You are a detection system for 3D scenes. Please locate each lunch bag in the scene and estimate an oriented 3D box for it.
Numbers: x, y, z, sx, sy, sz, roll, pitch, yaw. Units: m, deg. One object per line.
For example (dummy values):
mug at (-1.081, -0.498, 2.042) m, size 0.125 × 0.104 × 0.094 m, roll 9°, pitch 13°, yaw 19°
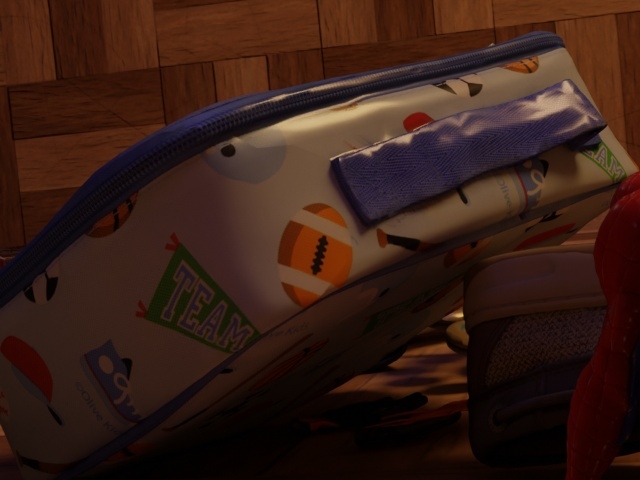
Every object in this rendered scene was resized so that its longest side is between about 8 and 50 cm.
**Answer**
lunch bag at (0.000, 0.000, 0.631) m, size 0.303 × 0.115 × 0.243 m, roll -21°, pitch -13°, yaw -45°

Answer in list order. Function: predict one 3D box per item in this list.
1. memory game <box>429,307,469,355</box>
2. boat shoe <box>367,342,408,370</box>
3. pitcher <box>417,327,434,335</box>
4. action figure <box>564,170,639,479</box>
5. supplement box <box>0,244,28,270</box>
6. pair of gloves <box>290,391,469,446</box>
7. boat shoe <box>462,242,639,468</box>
memory game at (0.146, 0.038, 0.800) m, size 0.186 × 0.012 × 0.186 m, roll 1°, pitch 22°, yaw 0°
boat shoe at (-0.014, 0.062, 0.831) m, size 0.142 × 0.049 × 0.040 m, roll -5°, pitch 4°, yaw -20°
pitcher at (0.061, 0.020, 0.925) m, size 0.207 × 0.125 × 0.178 m, roll 5°, pitch 13°, yaw -17°
action figure at (0.130, 0.071, 0.315) m, size 0.091 × 0.139 × 0.280 m, roll -3°, pitch 25°, yaw -13°
supplement box at (-0.232, 0.043, 1.181) m, size 0.104 × 0.080 × 0.188 m, roll -2°, pitch 5°, yaw 38°
pair of gloves at (0.034, 0.087, 0.664) m, size 0.074 × 0.010 × 0.083 m, roll -9°, pitch 2°, yaw -31°
boat shoe at (0.167, 0.047, 0.482) m, size 0.285 × 0.092 × 0.103 m, roll -5°, pitch -16°, yaw 44°
